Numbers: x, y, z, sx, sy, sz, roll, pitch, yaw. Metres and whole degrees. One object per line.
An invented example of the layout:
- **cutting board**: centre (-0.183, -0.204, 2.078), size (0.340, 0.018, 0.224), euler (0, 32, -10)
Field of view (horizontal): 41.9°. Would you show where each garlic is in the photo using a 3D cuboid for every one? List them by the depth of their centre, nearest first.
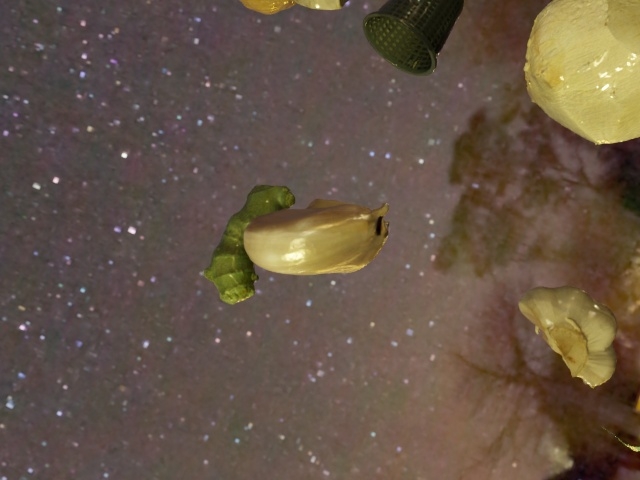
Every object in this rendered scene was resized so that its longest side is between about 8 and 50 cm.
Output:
- **garlic**: centre (0.000, 0.000, 1.242), size (0.217, 0.228, 0.110), euler (-13, -82, -39)
- **garlic**: centre (0.504, 0.170, 1.657), size (0.143, 0.229, 0.178), euler (-46, -1, 8)

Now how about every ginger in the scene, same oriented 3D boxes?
- **ginger**: centre (-0.143, 0.000, 1.751), size (0.290, 0.137, 0.089), euler (-57, -8, -26)

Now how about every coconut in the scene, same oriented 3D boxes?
- **coconut**: centre (0.599, -0.367, 1.727), size (0.360, 0.346, 0.346), euler (-33, -3, 32)

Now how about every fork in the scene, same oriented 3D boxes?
- **fork**: centre (0.532, 0.326, 1.294), size (0.039, 0.235, 0.021), euler (31, -104, -27)

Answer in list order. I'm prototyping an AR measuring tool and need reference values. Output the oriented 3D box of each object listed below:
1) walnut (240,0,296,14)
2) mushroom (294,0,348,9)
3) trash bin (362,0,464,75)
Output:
- **walnut**: centre (-0.105, -0.564, 1.614), size (0.257, 0.257, 0.224), euler (-58, 0, -27)
- **mushroom**: centre (-0.038, -0.527, 1.373), size (0.128, 0.128, 0.350), euler (-9, -105, -64)
- **trash bin**: centre (0.197, -0.445, 1.673), size (0.161, 0.175, 0.175), euler (-54, -26, -15)
